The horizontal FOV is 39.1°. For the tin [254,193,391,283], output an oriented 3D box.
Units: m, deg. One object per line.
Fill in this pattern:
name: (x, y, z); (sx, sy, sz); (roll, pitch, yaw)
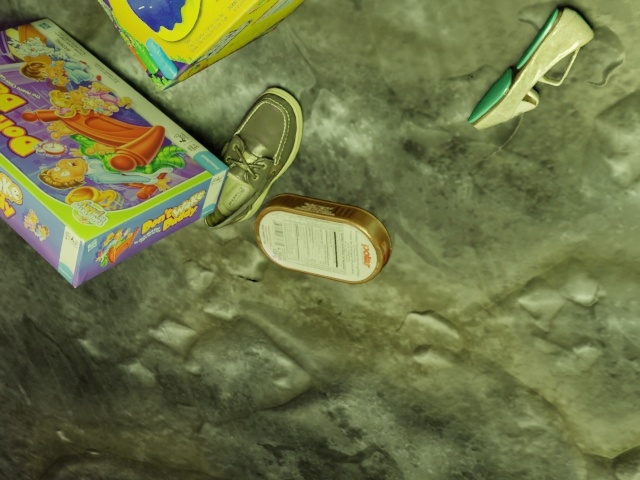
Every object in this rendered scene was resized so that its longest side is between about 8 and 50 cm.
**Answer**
tin: (0.000, 0.000, 1.188); (0.190, 0.040, 0.106); (12, 130, 22)

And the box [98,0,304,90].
box: (-0.114, -0.342, 0.858); (0.279, 0.177, 0.290); (57, 147, -6)

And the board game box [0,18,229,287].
board game box: (-0.319, -0.123, 1.104); (0.347, 0.233, 0.078); (39, 133, 16)

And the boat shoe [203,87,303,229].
boat shoe: (-0.091, -0.093, 1.147); (0.080, 0.073, 0.223); (36, 132, 3)

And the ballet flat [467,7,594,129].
ballet flat: (0.218, -0.165, 0.937); (0.052, 0.057, 0.168); (32, 132, -6)
